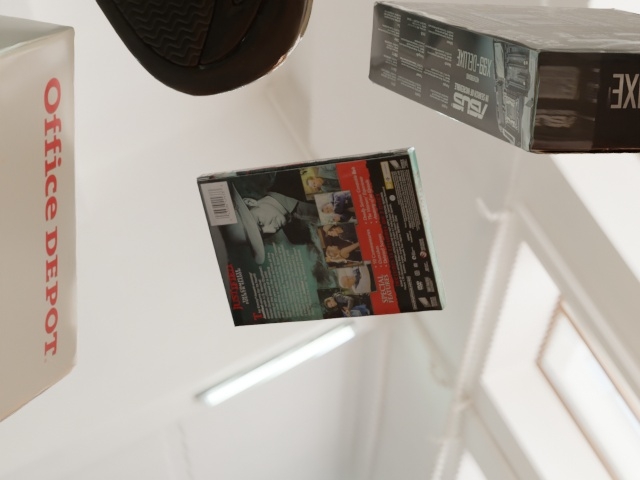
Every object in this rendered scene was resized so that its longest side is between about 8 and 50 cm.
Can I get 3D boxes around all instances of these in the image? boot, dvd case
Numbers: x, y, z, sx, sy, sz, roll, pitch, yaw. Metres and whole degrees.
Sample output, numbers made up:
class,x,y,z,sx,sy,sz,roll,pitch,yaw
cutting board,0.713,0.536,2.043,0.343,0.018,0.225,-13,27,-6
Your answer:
class,x,y,z,sx,sy,sz,roll,pitch,yaw
boot,-0.063,-0.268,0.813,0.138,0.377,0.284,-19,0,14
dvd case,0.000,0.000,0.739,0.119,0.087,0.013,-7,18,22

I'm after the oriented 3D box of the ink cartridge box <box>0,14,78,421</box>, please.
class,x,y,z,sx,sy,sz,roll,pitch,yaw
ink cartridge box,-0.228,0.003,0.582,0.232,0.168,0.171,-36,-47,-61

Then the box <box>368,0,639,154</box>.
class,x,y,z,sx,sy,sz,roll,pitch,yaw
box,0.206,-0.136,1.138,0.242,0.307,0.076,-2,-74,-21
